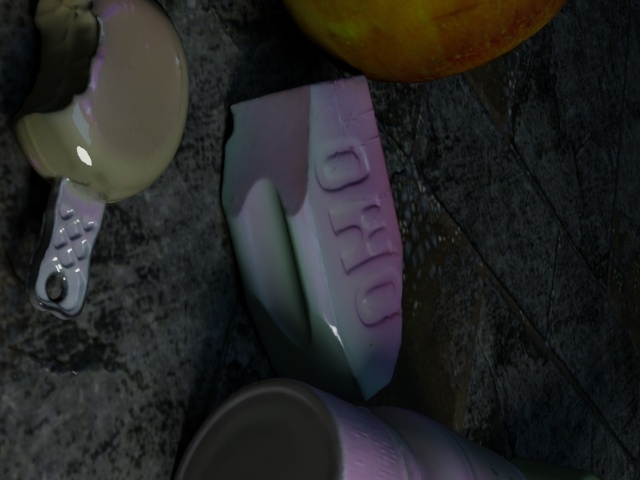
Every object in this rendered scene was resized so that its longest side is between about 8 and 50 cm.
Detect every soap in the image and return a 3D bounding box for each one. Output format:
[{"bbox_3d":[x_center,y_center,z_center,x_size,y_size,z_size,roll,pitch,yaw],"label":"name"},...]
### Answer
[{"bbox_3d":[0.000,0.000,1.115,0.193,0.109,0.323,-22,103,-56],"label":"soap"}]

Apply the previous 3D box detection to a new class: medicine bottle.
[{"bbox_3d":[0.042,0.278,0.986,0.325,0.256,0.256,31,57,-40],"label":"medicine bottle"}]

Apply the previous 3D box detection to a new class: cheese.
[{"bbox_3d":[-0.187,-0.076,0.865,0.163,0.082,0.286,37,54,-47],"label":"cheese"}]

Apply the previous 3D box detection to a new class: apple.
[{"bbox_3d":[0.100,-0.363,1.164,0.384,0.374,0.374,-111,177,-66],"label":"apple"}]

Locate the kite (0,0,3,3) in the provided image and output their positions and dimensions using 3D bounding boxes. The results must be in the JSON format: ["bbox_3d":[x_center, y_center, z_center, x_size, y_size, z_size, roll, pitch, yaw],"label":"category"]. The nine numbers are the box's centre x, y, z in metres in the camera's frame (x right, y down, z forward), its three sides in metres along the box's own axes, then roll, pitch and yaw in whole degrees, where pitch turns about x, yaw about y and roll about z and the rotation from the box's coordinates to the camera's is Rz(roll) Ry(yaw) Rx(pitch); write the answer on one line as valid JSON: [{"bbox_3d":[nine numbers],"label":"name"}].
[{"bbox_3d":[-0.274,-0.208,0.820,0.127,0.016,0.229,46,46,-38],"label":"kite"}]

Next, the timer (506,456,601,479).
[{"bbox_3d":[0.399,0.442,1.421,0.291,0.315,0.290,13,75,-61],"label":"timer"}]
